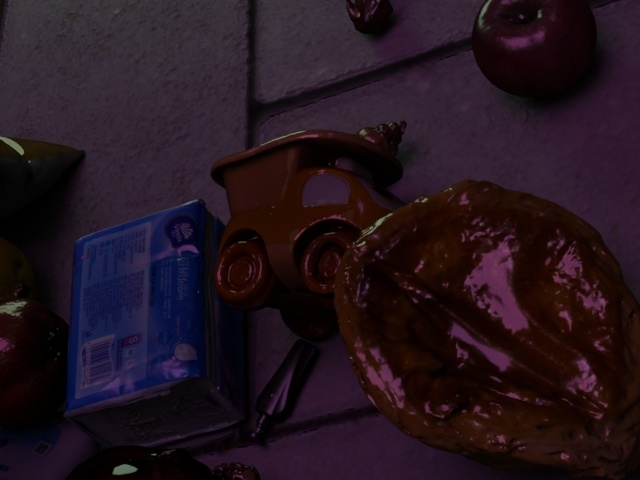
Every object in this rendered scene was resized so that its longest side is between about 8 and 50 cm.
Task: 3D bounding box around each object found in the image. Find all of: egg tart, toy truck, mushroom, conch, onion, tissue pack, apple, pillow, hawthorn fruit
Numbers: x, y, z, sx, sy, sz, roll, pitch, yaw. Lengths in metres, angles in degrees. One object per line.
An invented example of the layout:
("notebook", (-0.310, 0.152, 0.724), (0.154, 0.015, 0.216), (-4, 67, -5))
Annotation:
("egg tart", (0.183, 0.101, 1.551), (0.351, 0.153, 0.340), (6, 60, -7))
("toy truck", (0.000, 0.000, 1.731), (0.288, 0.204, 0.212), (-8, 70, 32))
("mushroom", (0.094, -0.368, 2.034), (0.060, 0.061, 0.187), (6, 60, 41))
("conch", (0.012, -0.091, 1.884), (0.232, 0.080, 0.086), (-16, 45, 24))
("onion", (-0.202, 0.328, 1.614), (0.281, 0.281, 0.221), (-28, 70, 14))
("tissue pack", (-0.205, 0.111, 1.840), (0.198, 0.146, 0.263), (-17, 52, 19))
("apple", (0.266, -0.247, 1.802), (0.153, 0.120, 0.153), (-12, 55, 18))
("pillow", (-0.529, -0.066, 2.095), (0.310, 0.312, 0.119), (-26, 86, 16))
("hawthorn fruit", (-0.402, 0.160, 1.840), (0.188, 0.169, 0.169), (-20, 52, 23))

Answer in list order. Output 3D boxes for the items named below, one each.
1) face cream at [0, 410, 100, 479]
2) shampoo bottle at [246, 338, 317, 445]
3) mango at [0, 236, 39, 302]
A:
("face cream", (-0.418, 0.349, 1.795), (0.163, 0.080, 0.337), (4, 43, 40))
("shampoo bottle", (-0.049, 0.184, 1.773), (0.048, 0.027, 0.137), (18, 71, 41))
("mango", (-0.536, 0.149, 1.998), (0.253, 0.182, 0.365), (33, 80, 41))
